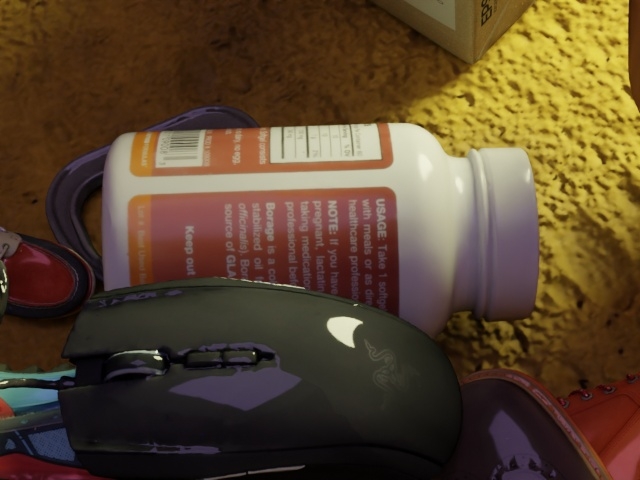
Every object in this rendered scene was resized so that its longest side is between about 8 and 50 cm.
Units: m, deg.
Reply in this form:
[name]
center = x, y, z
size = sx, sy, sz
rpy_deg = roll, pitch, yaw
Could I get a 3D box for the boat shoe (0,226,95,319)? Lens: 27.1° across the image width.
[boat shoe]
center = -0.196, 0.011, 0.765
size = 0.137, 0.043, 0.049
rpy_deg = 17, 82, 17

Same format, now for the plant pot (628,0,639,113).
[plant pot]
center = 0.279, -0.033, 0.594
size = 0.291, 0.291, 0.203
rpy_deg = 6, 65, 10

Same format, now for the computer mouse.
[computer mouse]
center = -0.062, 0.093, 0.576
size = 0.262, 0.060, 0.184
rpy_deg = 9, 62, -6

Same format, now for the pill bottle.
[pill bottle]
center = 0.000, 0.000, 0.698
size = 0.216, 0.121, 0.121
rpy_deg = -1, 63, 0

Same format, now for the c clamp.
[c clamp]
center = -0.079, -0.018, 0.782
size = 0.161, 0.022, 0.137
rpy_deg = -19, 63, -3

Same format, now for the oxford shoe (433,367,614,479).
[oxford shoe]
center = 0.098, 0.182, 0.591
size = 0.097, 0.098, 0.271
rpy_deg = -23, 66, 23

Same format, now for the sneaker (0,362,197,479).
[sneaker]
center = -0.124, 0.129, 0.639
size = 0.262, 0.104, 0.125
rpy_deg = -1, 55, -4

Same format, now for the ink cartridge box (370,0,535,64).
[ink cartridge box]
center = 0.038, -0.237, 0.758
size = 0.193, 0.234, 0.088
rpy_deg = 35, 71, 22

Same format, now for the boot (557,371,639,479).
[boot]
center = 0.158, 0.087, 0.681
size = 0.085, 0.059, 0.158
rpy_deg = 27, 71, 24
